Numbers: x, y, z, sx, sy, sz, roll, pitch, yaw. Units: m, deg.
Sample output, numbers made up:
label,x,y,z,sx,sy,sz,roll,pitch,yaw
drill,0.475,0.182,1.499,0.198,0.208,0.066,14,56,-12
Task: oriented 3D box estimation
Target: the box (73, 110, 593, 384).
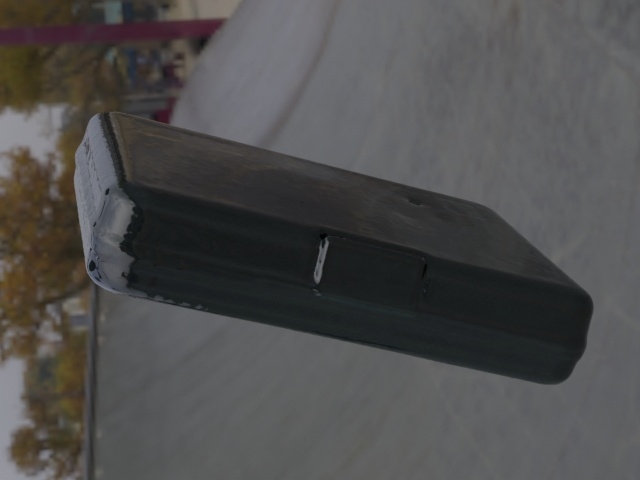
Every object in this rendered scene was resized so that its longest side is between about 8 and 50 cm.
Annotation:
label,x,y,z,sx,sy,sz,roll,pitch,yaw
box,0.000,0.000,0.603,0.160,0.230,0.050,-125,51,-67
